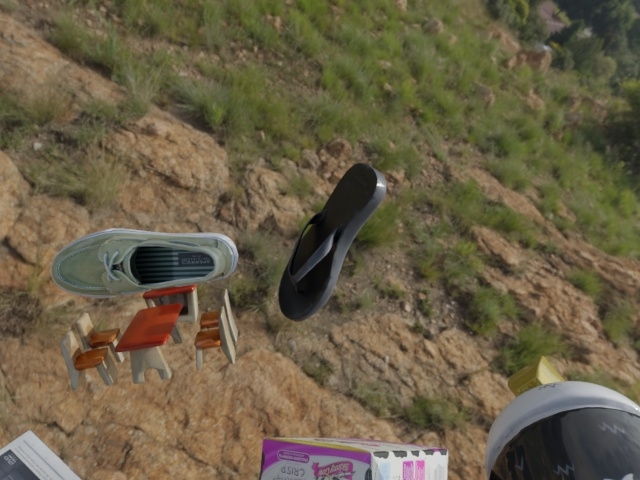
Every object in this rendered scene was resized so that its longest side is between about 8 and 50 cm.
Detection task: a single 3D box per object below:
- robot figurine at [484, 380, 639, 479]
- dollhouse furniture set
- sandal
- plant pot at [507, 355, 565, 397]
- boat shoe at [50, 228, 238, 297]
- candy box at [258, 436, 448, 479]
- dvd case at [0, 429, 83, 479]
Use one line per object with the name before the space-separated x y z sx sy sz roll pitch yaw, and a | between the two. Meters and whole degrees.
robot figurine | 0.238 0.244 0.400 0.209 0.173 0.278 25 21 -6
dollhouse furniture set | -0.290 0.130 0.879 0.262 0.135 0.259 -9 17 -4
sandal | 0.000 -0.001 0.715 0.054 0.254 0.097 19 14 -44
plant pot | 0.384 0.265 0.868 0.081 0.081 0.083 53 23 20
boat shoe | -0.281 0.030 0.752 0.302 0.094 0.109 -7 91 6
candy box | 0.053 0.303 0.650 0.233 0.159 0.071 28 60 -51
dvd case | -0.344 0.324 0.482 0.179 0.029 0.239 33 34 16
